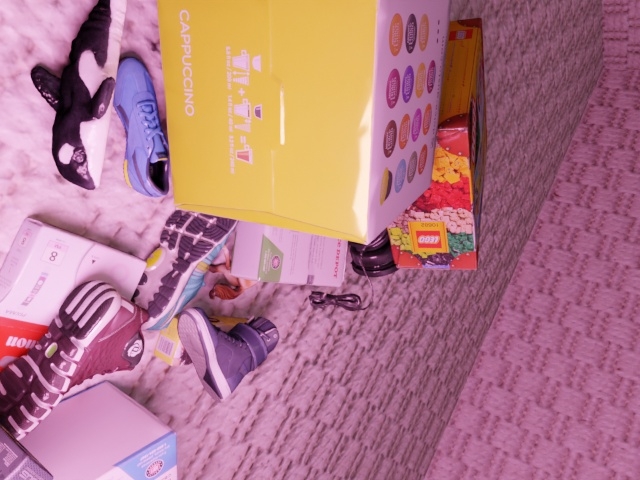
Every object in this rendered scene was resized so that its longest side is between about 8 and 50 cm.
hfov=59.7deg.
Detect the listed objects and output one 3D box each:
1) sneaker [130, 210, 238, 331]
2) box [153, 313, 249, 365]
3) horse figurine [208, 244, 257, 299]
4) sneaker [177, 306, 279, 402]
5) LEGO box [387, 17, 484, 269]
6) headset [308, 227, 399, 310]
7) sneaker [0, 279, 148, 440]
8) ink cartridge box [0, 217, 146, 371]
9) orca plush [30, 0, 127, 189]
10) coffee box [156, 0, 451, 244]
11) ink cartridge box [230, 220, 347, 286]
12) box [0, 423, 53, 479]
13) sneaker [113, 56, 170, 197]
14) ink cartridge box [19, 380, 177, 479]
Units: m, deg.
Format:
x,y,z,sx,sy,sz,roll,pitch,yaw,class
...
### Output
x,y,z,sx,sy,sz,roll,pitch,yaw,class
-0.236,0.036,0.977,0.275,0.107,0.110,-55,162,-15,sneaker
-0.210,0.196,1.096,0.232,0.058,0.087,14,93,-56,box
-0.140,0.019,1.109,0.263,0.066,0.174,-60,138,-21,horse figurine
-0.161,0.169,1.014,0.163,0.086,0.226,-38,139,-30,sneaker
0.281,-0.236,1.321,0.500,0.193,0.372,-70,152,-43,LEGO box
0.096,-0.001,1.370,0.243,0.185,0.394,66,31,-46,headset
-0.356,0.200,0.823,0.281,0.106,0.162,-49,149,-3,sneaker
-0.384,0.105,0.818,0.189,0.066,0.232,31,75,-55,ink cartridge box
-0.319,-0.217,0.722,0.102,0.151,0.287,9,102,-24,orca plush
-0.013,-0.226,0.881,0.334,0.338,0.338,-37,133,-57,coffee box
-0.053,0.003,1.083,0.219,0.092,0.160,10,86,-45,ink cartridge box
-0.451,0.286,0.648,0.183,0.232,0.059,-48,136,-31,box
-0.260,-0.167,0.843,0.069,0.082,0.209,-24,122,-45,sneaker
-0.357,0.409,0.865,0.198,0.197,0.270,-21,122,-48,ink cartridge box
